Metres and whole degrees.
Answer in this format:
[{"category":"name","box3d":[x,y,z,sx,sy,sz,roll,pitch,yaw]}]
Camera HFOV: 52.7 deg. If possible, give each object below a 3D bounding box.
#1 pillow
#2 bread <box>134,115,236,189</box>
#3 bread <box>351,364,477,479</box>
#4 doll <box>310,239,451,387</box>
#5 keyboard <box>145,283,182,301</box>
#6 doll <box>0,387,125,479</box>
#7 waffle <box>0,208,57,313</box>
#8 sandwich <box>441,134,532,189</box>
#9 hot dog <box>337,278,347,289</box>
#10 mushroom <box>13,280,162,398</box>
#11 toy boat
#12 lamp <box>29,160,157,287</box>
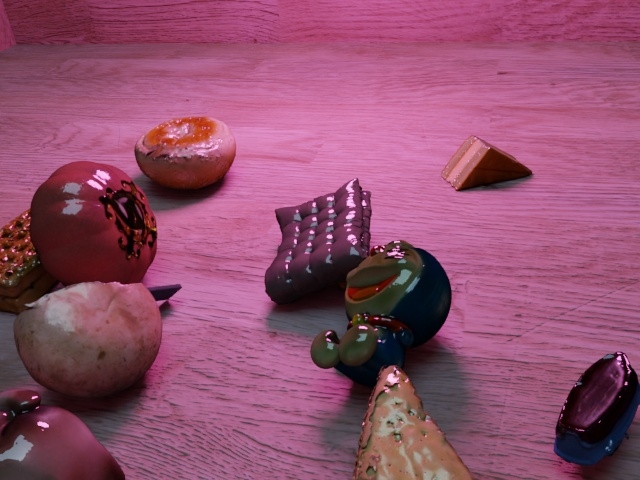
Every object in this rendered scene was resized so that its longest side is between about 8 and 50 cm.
[{"category":"pillow","box3d":[0.000,0.000,1.417,0.228,0.101,0.326,-24,30,18]},{"category":"bread","box3d":[-0.383,-0.244,1.853,0.306,0.158,0.305,-1,31,1]},{"category":"bread","box3d":[0.155,0.335,0.778,0.279,0.248,0.315,10,48,15]},{"category":"doll","box3d":[0.122,0.131,1.168,0.199,0.186,0.321,-14,35,52]},{"category":"keyboard","box3d":[-0.364,0.113,1.318,0.176,0.055,0.014,-3,56,-55]},{"category":"doll","box3d":[-0.498,0.326,0.922,0.371,0.225,0.215,-9,-3,3]},{"category":"waffle","box3d":[-0.693,0.036,1.520,0.213,0.091,0.308,6,34,18]},{"category":"sandwich","box3d":[0.455,-0.185,1.770,0.187,0.144,0.117,22,22,-27]},{"category":"hot dog","box3d":[0.115,0.068,1.390,0.165,0.045,0.071,-8,31,-4]},{"category":"mushroom","box3d":[-0.407,0.196,1.168,0.254,0.195,0.188,-8,60,-34]},{"category":"toy boat","box3d":[0.433,0.262,0.990,0.100,0.097,0.223,6,32,44]},{"category":"lamp","box3d":[-0.500,-0.019,1.401,0.240,0.305,0.305,-17,29,16]}]
